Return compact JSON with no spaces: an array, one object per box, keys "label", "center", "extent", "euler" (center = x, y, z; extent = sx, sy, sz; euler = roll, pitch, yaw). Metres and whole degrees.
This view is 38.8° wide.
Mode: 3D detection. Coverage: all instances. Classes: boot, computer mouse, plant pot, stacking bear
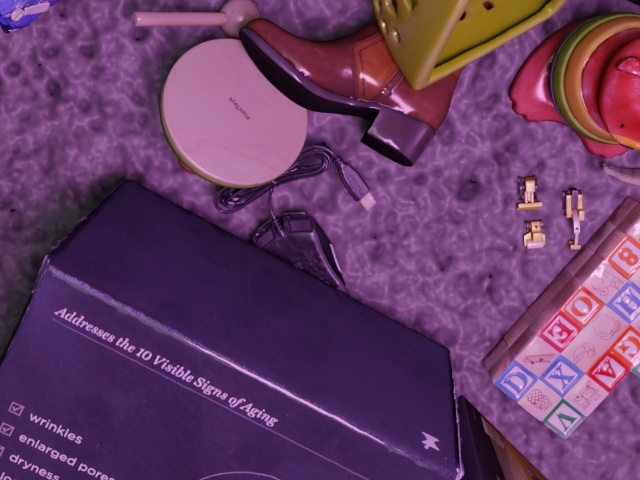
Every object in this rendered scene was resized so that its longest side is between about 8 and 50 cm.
[{"label":"boot","center":[0.075,-0.270,1.074],"extent":[0.264,0.096,0.280],"euler":[30,83,-2]},{"label":"computer mouse","center":[0.000,0.000,1.178],"extent":[0.184,0.060,0.262],"euler":[-27,102,14]},{"label":"plant pot","center":[0.157,-0.334,0.972],"extent":[0.228,0.227,0.207],"euler":[-30,78,-18]},{"label":"stacking bear","center":[0.343,-0.175,1.024],"extent":[0.175,0.289,0.164],"euler":[26,102,-5]}]

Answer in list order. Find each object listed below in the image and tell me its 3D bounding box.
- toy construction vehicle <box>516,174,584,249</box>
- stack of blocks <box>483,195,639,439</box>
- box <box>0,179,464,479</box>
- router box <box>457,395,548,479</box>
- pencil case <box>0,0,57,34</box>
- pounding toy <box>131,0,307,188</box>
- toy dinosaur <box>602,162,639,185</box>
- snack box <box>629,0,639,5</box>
[{"label":"toy construction vehicle","center":[0.301,-0.035,1.186],"extent":[0.086,0.035,0.098],"euler":[-1,103,1]},{"label":"stack of blocks","center":[0.379,0.114,1.192],"extent":[0.171,0.087,0.297],"euler":[38,100,-8]},{"label":"box","center":[-0.158,0.267,1.099],"extent":[0.480,0.297,0.472],"euler":[29,112,-6]},{"label":"router box","center":[0.245,0.360,1.137],"extent":[0.081,0.309,0.243],"euler":[-43,99,13]},{"label":"pencil case","center":[-0.291,-0.369,1.074],"extent":[0.306,0.119,0.133],"euler":[-31,71,8]},{"label":"pounding toy","center":[-0.129,-0.167,1.122],"extent":[0.183,0.110,0.237],"euler":[-18,86,-27]},{"label":"toy dinosaur","center":[0.505,-0.069,1.167],"extent":[0.268,0.064,0.118],"euler":[-11,96,5]},{"label":"snack box","center":[0.433,-0.279,0.982],"extent":[0.187,0.322,0.060],"euler":[24,100,-4]}]
